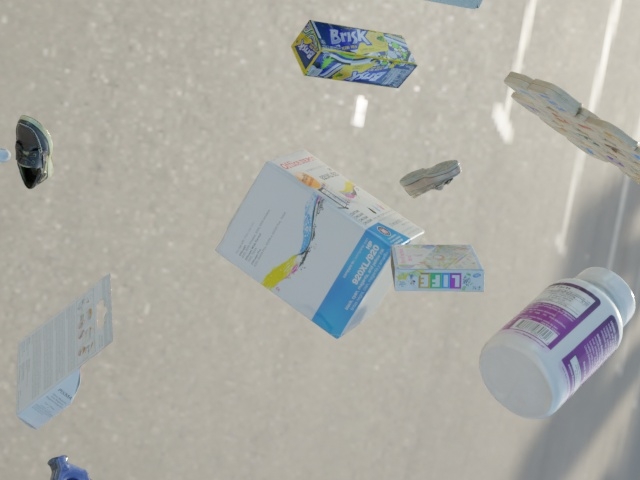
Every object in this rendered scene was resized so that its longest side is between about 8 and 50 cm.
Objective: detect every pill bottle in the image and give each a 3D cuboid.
[{"bbox_3d":[0.431,0.172,2.207,0.301,0.169,0.169,-35,136,-36],"label":"pill bottle"}]

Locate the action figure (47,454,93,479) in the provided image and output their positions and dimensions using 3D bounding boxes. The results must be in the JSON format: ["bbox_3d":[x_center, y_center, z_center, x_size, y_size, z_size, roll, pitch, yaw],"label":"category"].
[{"bbox_3d":[-0.398,0.552,2.062,0.330,0.178,0.341,28,37,-47],"label":"action figure"}]

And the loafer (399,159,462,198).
[{"bbox_3d":[0.172,-0.091,1.867,0.045,0.125,0.039,-40,106,-34],"label":"loafer"}]

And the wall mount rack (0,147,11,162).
[{"bbox_3d":[-0.554,-0.075,1.559,0.130,0.304,0.350,-29,145,-50],"label":"wall mount rack"}]

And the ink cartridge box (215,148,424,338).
[{"bbox_3d":[0.000,0.000,1.849,0.168,0.232,0.171,-59,168,19],"label":"ink cartridge box"}]

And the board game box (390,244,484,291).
[{"bbox_3d":[0.138,0.032,1.489,0.154,0.103,0.026,-81,171,-79],"label":"board game box"}]

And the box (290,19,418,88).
[{"bbox_3d":[0.047,-0.254,1.700,0.169,0.059,0.054,3,142,-37],"label":"box"}]

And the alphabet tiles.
[{"bbox_3d":[0.376,-0.137,1.657,0.021,0.284,0.278,-56,-157,3],"label":"alphabet tiles"}]

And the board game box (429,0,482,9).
[{"bbox_3d":[0.129,-0.511,2.058,0.097,0.224,0.303,-67,-148,31],"label":"board game box"}]

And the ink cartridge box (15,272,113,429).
[{"bbox_3d":[-0.430,0.191,2.143,0.066,0.232,0.189,47,17,-36],"label":"ink cartridge box"}]

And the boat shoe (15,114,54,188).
[{"bbox_3d":[-0.446,-0.132,1.914,0.152,0.056,0.049,91,25,-56],"label":"boat shoe"}]
